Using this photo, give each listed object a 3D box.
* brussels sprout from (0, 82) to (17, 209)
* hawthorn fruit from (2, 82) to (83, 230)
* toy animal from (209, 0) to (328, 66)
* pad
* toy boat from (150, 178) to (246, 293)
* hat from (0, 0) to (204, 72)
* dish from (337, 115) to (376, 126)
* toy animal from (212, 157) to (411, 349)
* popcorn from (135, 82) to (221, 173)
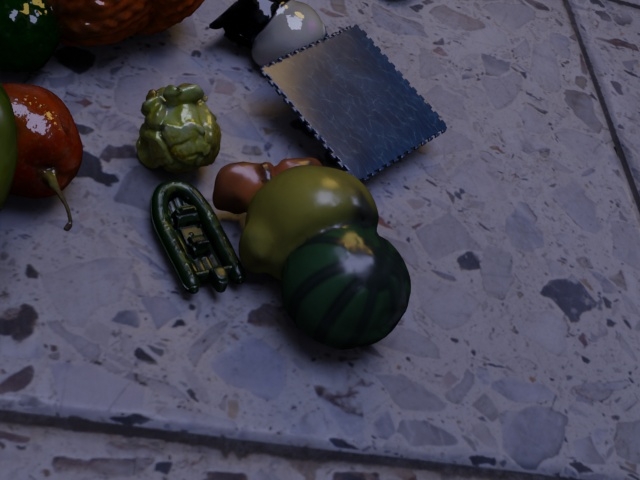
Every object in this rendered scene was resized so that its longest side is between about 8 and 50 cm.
[{"bbox_3d":[-0.539,-0.115,1.180,0.344,0.268,0.344,-4,65,9],"label":"brussels sprout"},{"bbox_3d":[-0.382,-0.104,1.342,0.165,0.165,0.285,-21,52,-36],"label":"hawthorn fruit"},{"bbox_3d":[-0.088,-0.379,1.748,0.179,0.138,0.166,37,66,-1],"label":"toy animal"},{"bbox_3d":[0.063,-0.244,1.676,0.270,0.012,0.269,49,51,8],"label":"pad"},{"bbox_3d":[-0.188,-0.006,1.427,0.104,0.052,0.210,-12,58,-29],"label":"toy boat"},{"bbox_3d":[-0.373,-0.423,1.566,0.285,0.285,0.400,31,49,4],"label":"hat"},{"bbox_3d":[0.040,-0.257,1.729,0.190,0.066,0.191,15,51,-19],"label":"dish"},{"bbox_3d":[0.002,-0.001,1.407,0.216,0.191,0.338,-9,54,-37],"label":"toy animal"},{"bbox_3d":[-0.213,-0.172,1.499,0.135,0.162,0.141,38,21,14],"label":"popcorn"}]
